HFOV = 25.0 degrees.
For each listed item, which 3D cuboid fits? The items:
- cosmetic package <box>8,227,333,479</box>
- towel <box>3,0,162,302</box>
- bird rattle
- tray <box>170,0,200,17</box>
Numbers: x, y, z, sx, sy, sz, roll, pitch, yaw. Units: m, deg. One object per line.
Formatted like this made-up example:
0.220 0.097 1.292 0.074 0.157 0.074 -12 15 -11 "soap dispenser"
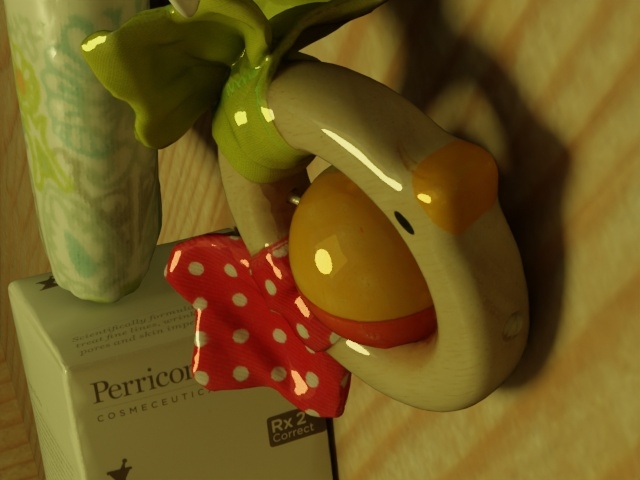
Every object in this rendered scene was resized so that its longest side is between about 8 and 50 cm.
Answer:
-0.090 0.112 0.889 0.151 0.151 0.183 -142 41 -60 "cosmetic package"
-0.158 -0.193 0.895 0.374 0.090 0.320 -113 17 -55 "towel"
0.000 0.000 0.621 0.207 0.143 0.253 34 140 39 "bird rattle"
-0.063 -0.207 0.581 0.145 0.030 0.270 58 -160 -28 "tray"
